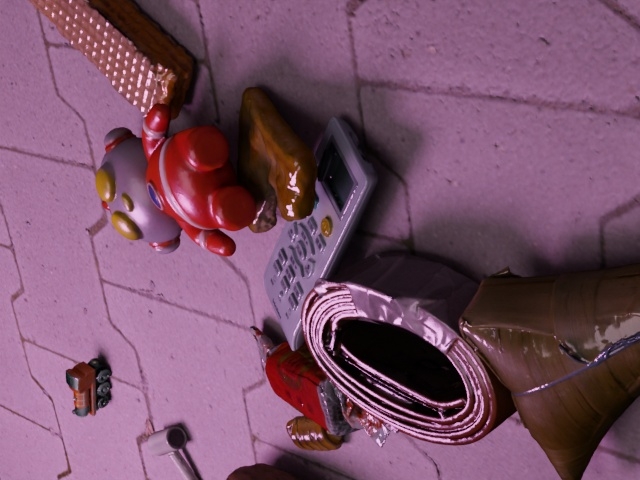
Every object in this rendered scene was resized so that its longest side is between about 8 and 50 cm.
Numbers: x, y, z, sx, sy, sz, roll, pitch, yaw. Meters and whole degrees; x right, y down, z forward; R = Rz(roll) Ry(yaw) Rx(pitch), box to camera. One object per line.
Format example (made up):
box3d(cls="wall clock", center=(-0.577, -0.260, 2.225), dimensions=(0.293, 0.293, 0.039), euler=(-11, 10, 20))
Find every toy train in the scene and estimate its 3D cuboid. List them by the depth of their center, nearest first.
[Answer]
box3d(cls="toy train", center=(-0.365, 0.234, 1.863), dimensions=(0.044, 0.064, 0.103), euler=(30, 132, 30))

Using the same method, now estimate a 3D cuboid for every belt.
box3d(cls="belt", center=(0.101, 0.111, 1.262), dimensions=(0.261, 0.105, 0.184), euler=(29, 131, 35))

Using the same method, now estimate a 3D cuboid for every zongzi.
box3d(cls="zongzi", center=(0.275, 0.139, 1.099), dimensions=(0.228, 0.115, 0.256), euler=(-10, 112, 42))

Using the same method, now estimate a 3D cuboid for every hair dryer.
box3d(cls="hair dryer", center=(-0.207, 0.337, 1.784), dimensions=(0.063, 0.038, 0.124), euler=(-26, 98, 50))

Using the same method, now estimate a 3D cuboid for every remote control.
box3d(cls="remote control", center=(-0.001, 0.000, 1.342), dimensions=(0.103, 0.051, 0.293), euler=(64, 147, 35))

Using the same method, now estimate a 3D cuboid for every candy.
box3d(cls="candy", center=(-0.007, 0.172, 1.425), dimensions=(0.292, 0.059, 0.086), euler=(24, 133, 55))

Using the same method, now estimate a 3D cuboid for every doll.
box3d(cls="doll", center=(-0.195, -0.065, 1.452), dimensions=(0.336, 0.105, 0.199), euler=(-1, 117, 58))

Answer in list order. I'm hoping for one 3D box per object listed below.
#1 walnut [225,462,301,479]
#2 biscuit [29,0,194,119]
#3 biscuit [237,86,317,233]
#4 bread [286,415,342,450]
box3d(cls="walnut", center=(-0.067, 0.391, 1.570), dimensions=(0.230, 0.178, 0.178), euler=(39, 137, 41))
box3d(cls="biscuit", center=(-0.299, -0.293, 1.485), dimensions=(0.379, 0.054, 0.094), euler=(43, 139, 20))
box3d(cls="biscuit", center=(-0.052, -0.064, 1.329), dimensions=(0.183, 0.039, 0.174), euler=(-128, 36, -51))
box3d(cls="bread", center=(-0.007, 0.248, 1.517), dimensions=(0.088, 0.034, 0.049), euler=(-6, 114, 48))
